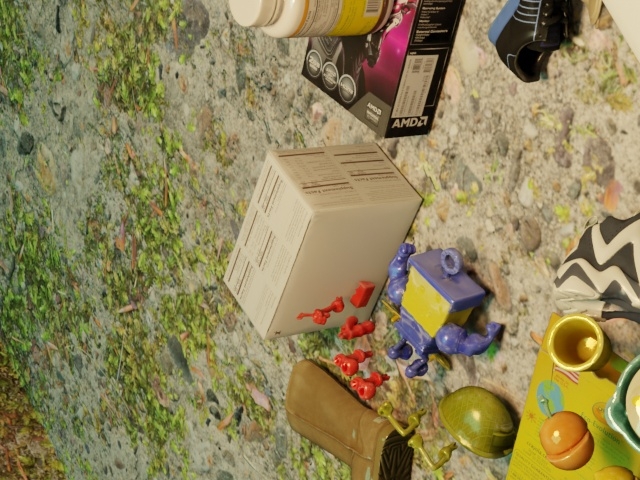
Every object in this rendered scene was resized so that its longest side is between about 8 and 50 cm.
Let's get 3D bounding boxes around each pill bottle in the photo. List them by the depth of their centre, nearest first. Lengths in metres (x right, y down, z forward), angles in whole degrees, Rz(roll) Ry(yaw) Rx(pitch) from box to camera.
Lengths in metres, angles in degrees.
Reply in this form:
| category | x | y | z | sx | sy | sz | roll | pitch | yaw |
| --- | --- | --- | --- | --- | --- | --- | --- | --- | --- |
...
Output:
| category | x | y | z | sx | sy | sz | roll | pitch | yaw |
| --- | --- | --- | --- | --- | --- | --- | --- | --- | --- |
| pill bottle | -0.014 | -0.336 | 1.768 | 0.117 | 0.215 | 0.117 | 16 | 109 | 53 |

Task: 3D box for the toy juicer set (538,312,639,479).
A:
| category | x | y | z | sx | sy | sz | roll | pitch | yaw |
| --- | --- | --- | --- | --- | --- | --- | --- | --- | --- |
| toy juicer set | 0.386 | 0.218 | 1.446 | 0.329 | 0.089 | 0.209 | 16 | 85 | 33 |

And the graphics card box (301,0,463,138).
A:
| category | x | y | z | sx | sy | sz | roll | pitch | yaw |
| --- | --- | --- | --- | --- | --- | --- | --- | --- | --- |
| graphics card box | 0.100 | -0.360 | 1.873 | 0.233 | 0.094 | 0.370 | 43 | 131 | 41 |

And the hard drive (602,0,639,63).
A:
| category | x | y | z | sx | sy | sz | roll | pitch | yaw |
| --- | --- | --- | --- | --- | --- | --- | --- | --- | --- |
| hard drive | 0.369 | -0.331 | 1.381 | 0.203 | 0.040 | 0.307 | -45 | 63 | 43 |

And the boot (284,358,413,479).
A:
| category | x | y | z | sx | sy | sz | roll | pitch | yaw |
| --- | --- | --- | --- | --- | --- | --- | --- | --- | --- |
| boot | 0.037 | 0.349 | 2.128 | 0.269 | 0.089 | 0.236 | 26 | 107 | 50 |

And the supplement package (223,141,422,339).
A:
| category | x | y | z | sx | sy | sz | roll | pitch | yaw |
| --- | --- | --- | --- | --- | --- | --- | --- | --- | --- |
| supplement package | 0.000 | 0.000 | 1.994 | 0.145 | 0.204 | 0.261 | 54 | 137 | 35 |

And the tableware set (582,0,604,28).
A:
| category | x | y | z | sx | sy | sz | roll | pitch | yaw |
| --- | --- | --- | --- | --- | --- | --- | --- | --- | --- |
| tableware set | 0.331 | -0.334 | 1.538 | 0.168 | 0.020 | 0.141 | -85 | 1 | -67 |

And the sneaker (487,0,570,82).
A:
| category | x | y | z | sx | sy | sz | roll | pitch | yaw |
| --- | --- | --- | --- | --- | --- | --- | --- | --- | --- |
| sneaker | 0.286 | -0.301 | 1.627 | 0.090 | 0.081 | 0.232 | 62 | 152 | 29 |

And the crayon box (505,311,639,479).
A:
| category | x | y | z | sx | sy | sz | roll | pitch | yaw |
| --- | --- | --- | --- | --- | --- | --- | --- | --- | --- |
| crayon box | 0.350 | 0.268 | 1.656 | 0.202 | 0.081 | 0.318 | 38 | 127 | 45 |

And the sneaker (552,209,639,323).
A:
| category | x | y | z | sx | sy | sz | roll | pitch | yaw |
| --- | --- | --- | --- | --- | --- | --- | --- | --- | --- |
| sneaker | 0.404 | 0.031 | 1.522 | 0.235 | 0.094 | 0.153 | 9 | 63 | 25 |

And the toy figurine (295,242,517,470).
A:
| category | x | y | z | sx | sy | sz | roll | pitch | yaw |
| --- | --- | --- | --- | --- | --- | --- | --- | --- | --- |
| toy figurine | 0.154 | 0.118 | 1.826 | 0.362 | 0.191 | 0.217 | 48 | 128 | 37 |
